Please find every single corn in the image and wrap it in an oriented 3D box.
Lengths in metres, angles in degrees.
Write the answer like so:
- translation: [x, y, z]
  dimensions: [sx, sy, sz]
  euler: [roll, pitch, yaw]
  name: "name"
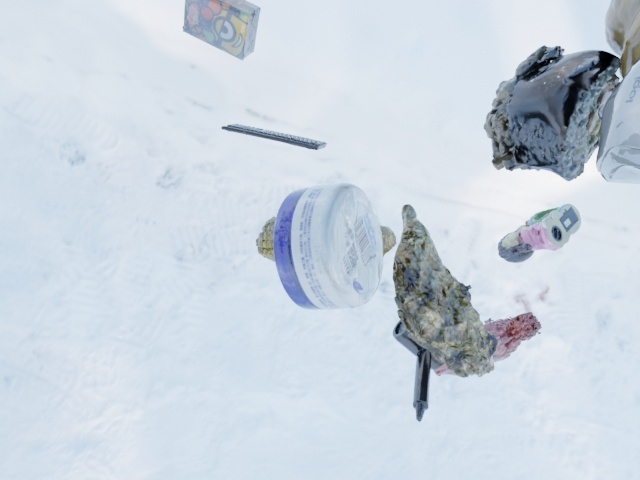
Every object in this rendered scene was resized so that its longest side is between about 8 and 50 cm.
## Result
- translation: [0.000, 0.000, 1.340]
  dimensions: [0.119, 0.321, 0.119]
  euler: [-5, 96, -54]
  name: "corn"

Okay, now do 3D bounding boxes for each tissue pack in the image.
- translation: [-0.112, -0.250, 0.741]
  dimensions: [0.083, 0.063, 0.035]
  euler: [30, 51, 9]
  name: "tissue pack"

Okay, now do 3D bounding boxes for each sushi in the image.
- translation: [0.402, -0.242, 1.176]
  dimensions: [0.238, 0.225, 0.218]
  euler: [-26, 40, -26]
  name: "sushi"

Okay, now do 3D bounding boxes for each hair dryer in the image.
- translation: [0.209, 0.275, 1.403]
  dimensions: [0.128, 0.070, 0.255]
  euler: [41, 31, -13]
  name: "hair dryer"

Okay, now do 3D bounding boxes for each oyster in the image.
- translation: [0.241, 0.125, 1.347]
  dimensions: [0.396, 0.110, 0.204]
  euler: [58, 34, -5]
  name: "oyster"

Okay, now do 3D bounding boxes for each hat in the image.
- translation: [0.435, 0.258, 1.674]
  dimensions: [0.236, 0.286, 0.107]
  euler: [-7, 63, -47]
  name: "hat"

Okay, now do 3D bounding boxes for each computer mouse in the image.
- translation: [0.417, -0.157, 0.816]
  dimensions: [0.121, 0.297, 0.184]
  euler: [17, 99, -5]
  name: "computer mouse"

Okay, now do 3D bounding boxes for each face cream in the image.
- translation: [0.022, 0.010, 1.070]
  dimensions: [0.206, 0.111, 0.206]
  euler: [10, 79, -58]
  name: "face cream"

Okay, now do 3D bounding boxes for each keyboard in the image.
- translation: [-0.111, -0.251, 1.576]
  dimensions: [0.250, 0.017, 0.087]
  euler: [15, 17, 15]
  name: "keyboard"

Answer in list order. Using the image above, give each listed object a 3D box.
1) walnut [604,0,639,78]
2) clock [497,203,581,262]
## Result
- translation: [0.620, -0.357, 1.073]
  dimensions: [0.285, 0.285, 0.297]
  euler: [-5, 54, -26]
  name: "walnut"
- translation: [0.607, -0.017, 1.839]
  dimensions: [0.194, 0.195, 0.100]
  euler: [-34, 94, -37]
  name: "clock"
